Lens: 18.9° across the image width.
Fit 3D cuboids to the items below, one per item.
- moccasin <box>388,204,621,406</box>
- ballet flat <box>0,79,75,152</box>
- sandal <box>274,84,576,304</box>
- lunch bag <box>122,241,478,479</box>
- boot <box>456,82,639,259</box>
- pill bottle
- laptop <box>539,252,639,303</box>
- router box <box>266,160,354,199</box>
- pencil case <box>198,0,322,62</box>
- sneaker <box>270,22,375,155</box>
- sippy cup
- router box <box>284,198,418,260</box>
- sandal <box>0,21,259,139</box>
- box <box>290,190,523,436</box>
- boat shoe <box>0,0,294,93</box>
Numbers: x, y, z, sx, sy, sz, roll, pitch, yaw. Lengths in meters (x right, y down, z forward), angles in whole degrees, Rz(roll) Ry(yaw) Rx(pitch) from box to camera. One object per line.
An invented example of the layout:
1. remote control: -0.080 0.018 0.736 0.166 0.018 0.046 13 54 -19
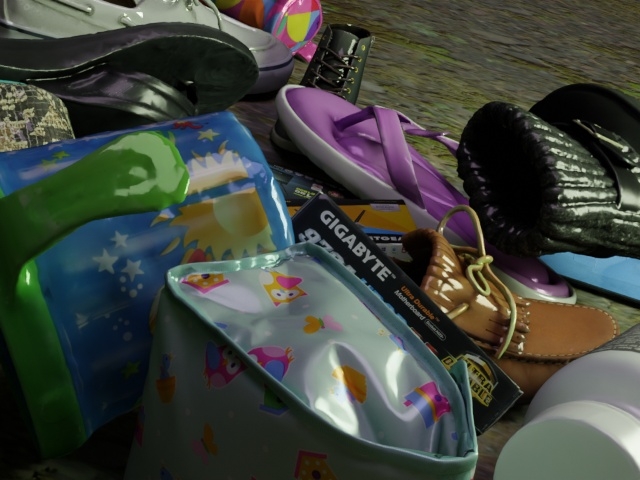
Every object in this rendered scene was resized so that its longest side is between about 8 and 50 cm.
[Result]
1. moccasin: 0.088 0.049 1.695 0.380 0.147 0.139 14 23 -8
2. ballet flat: -0.424 -0.072 1.640 0.483 0.164 0.182 6 43 -29
3. sandal: 0.122 -0.062 1.976 0.416 0.102 0.169 42 21 31
4. lunch bag: -0.001 0.160 1.285 0.160 0.223 0.262 -12 37 -39
5. boot: 0.231 -0.079 1.908 0.260 0.131 0.348 6 18 -29
6. pill bottle: 0.267 0.159 1.531 0.176 0.176 0.318 28 25 25
7. laptop: 0.458 -0.069 2.122 0.236 0.408 0.382 50 22 -9
8. router box: -0.032 -0.039 1.950 0.122 0.038 0.092 18 23 3
9. pencil case: -0.105 -0.310 2.448 0.236 0.104 0.104 34 28 30
10. sneaker: 0.003 -0.173 2.176 0.083 0.118 0.222 17 23 1
11. sippy cup: -0.139 0.015 1.414 0.224 0.240 0.305 -20 18 -12
12. router box: 0.000 0.000 1.819 0.179 0.046 0.133 0 19 -8
13. sandal: -0.246 -0.121 1.879 0.446 0.167 0.107 -7 57 -37
14. box: 0.049 0.071 1.524 0.220 0.051 0.175 45 -14 3
15. boat shoe: -0.194 -0.275 2.223 0.367 0.156 0.136 10 24 -15
